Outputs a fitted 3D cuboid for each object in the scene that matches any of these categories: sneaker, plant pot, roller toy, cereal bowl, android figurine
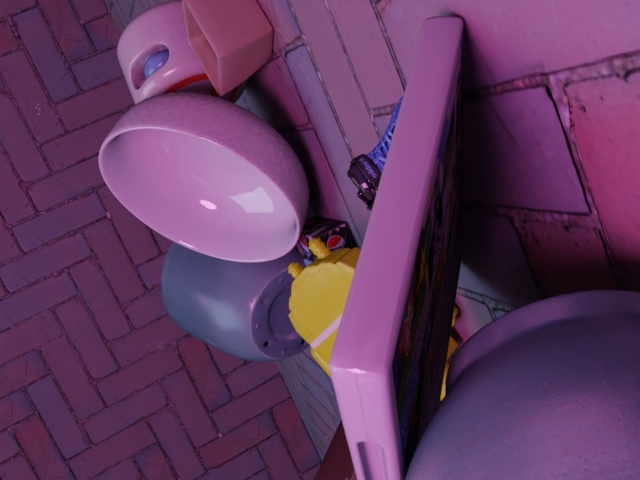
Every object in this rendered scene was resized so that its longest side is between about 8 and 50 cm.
[{"bbox_3d":[0.070,-0.082,0.687,0.058,0.084,0.152,57,165,24],"label":"sneaker"},{"bbox_3d":[0.175,0.156,0.420,0.293,0.292,0.196,77,-172,-45],"label":"plant pot"},{"bbox_3d":[-0.120,0.095,1.333,0.235,0.293,0.293,26,142,48],"label":"plant pot"},{"bbox_3d":[-0.127,-0.292,0.998,0.109,0.096,0.109,59,166,13],"label":"plant pot"},{"bbox_3d":[-0.223,-0.280,1.152,0.209,0.191,0.146,112,136,-69],"label":"roller toy"},{"bbox_3d":[-0.170,-0.114,1.118,0.338,0.141,0.339,14,149,9],"label":"cereal bowl"},{"bbox_3d":[0.063,0.116,0.900,0.273,0.056,0.248,46,136,8],"label":"android figurine"}]

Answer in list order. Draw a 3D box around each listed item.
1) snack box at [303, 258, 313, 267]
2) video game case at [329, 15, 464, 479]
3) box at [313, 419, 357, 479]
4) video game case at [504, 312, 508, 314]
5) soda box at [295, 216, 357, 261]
[{"bbox_3d":[0.077,0.117,1.081,0.187,0.060,0.322,66,166,-12],"label":"snack box"},{"bbox_3d":[0.077,0.043,0.555,0.300,0.036,0.329,78,-157,-47],"label":"video game case"},{"bbox_3d":[0.118,0.342,0.996,0.168,0.167,0.203,24,179,-20],"label":"box"},{"bbox_3d":[0.183,0.117,0.645,0.011,0.087,0.122,41,174,-19],"label":"video game case"},{"bbox_3d":[0.000,0.000,1.148,0.053,0.060,0.169,66,166,-11],"label":"soda box"}]
